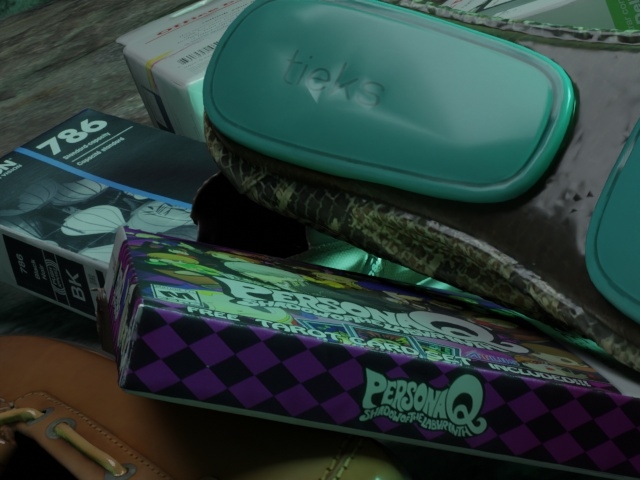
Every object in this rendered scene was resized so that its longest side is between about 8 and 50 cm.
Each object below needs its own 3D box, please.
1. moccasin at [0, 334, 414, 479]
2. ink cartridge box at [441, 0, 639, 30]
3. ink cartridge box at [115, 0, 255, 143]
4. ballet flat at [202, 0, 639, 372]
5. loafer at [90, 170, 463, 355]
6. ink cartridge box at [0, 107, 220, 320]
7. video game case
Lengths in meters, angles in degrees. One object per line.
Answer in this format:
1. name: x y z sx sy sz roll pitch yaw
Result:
1. moccasin: -0.124 0.135 0.730 0.147 0.139 0.380 -25 26 -39
2. ink cartridge box: 0.196 -0.141 1.128 0.273 0.114 0.198 -12 19 41
3. ink cartridge box: -0.053 -0.155 1.469 0.207 0.119 0.353 -25 20 -10
4. ballet flat: 0.146 -0.015 0.734 0.483 0.182 0.164 19 77 44
5. loafer: 0.000 0.000 0.952 0.134 0.130 0.366 -8 23 36
6. ink cartridge box: -0.165 -0.022 1.189 0.333 0.065 0.165 16 40 41
7. video game case: 0.021 0.047 0.719 0.232 0.042 0.210 11 6 -10
